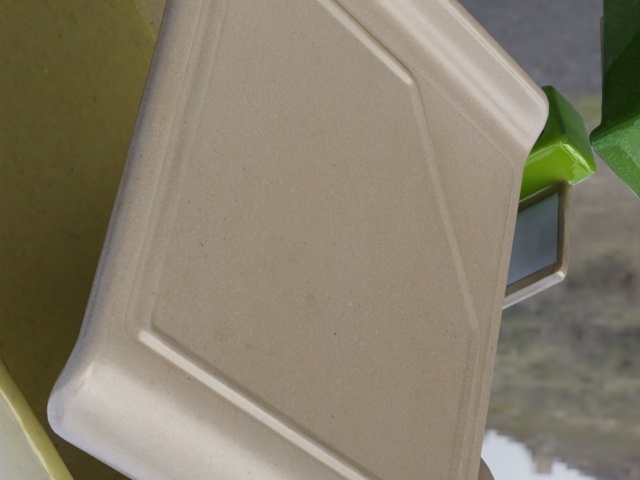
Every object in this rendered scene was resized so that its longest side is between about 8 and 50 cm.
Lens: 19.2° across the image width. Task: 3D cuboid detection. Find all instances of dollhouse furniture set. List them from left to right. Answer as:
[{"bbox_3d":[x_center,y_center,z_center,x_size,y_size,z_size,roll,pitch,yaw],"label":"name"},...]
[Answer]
[{"bbox_3d":[0.055,-0.107,0.948,0.197,0.151,0.301,-28,125,31],"label":"dollhouse furniture set"}]

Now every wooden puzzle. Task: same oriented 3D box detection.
[{"bbox_3d":[0.000,0.000,0.715,0.044,0.239,0.221,-5,150,39],"label":"wooden puzzle"}]

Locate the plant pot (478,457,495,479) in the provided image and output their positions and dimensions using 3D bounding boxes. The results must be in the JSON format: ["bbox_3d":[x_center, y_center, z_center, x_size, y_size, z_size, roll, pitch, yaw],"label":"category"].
[{"bbox_3d":[0.023,0.242,1.303,0.263,0.263,0.229,0,-142,29],"label":"plant pot"}]

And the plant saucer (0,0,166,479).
[{"bbox_3d":[-0.120,-0.081,0.765,0.081,0.333,0.333,-19,-162,28],"label":"plant saucer"}]
